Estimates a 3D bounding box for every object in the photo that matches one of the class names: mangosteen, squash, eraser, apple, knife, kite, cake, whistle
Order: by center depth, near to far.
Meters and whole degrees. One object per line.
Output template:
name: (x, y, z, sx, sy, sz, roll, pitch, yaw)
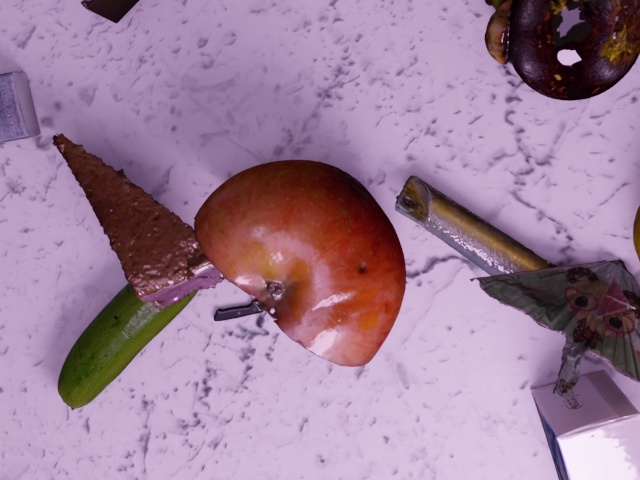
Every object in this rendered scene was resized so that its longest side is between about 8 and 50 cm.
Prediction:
mangosteen: (0.293, -0.275, 1.238, 0.217, 0.192, 0.192, 23, 102, 40)
apple: (0.000, 0.000, 1.247, 0.293, 0.251, 0.163, 38, 108, -2)
kite: (0.348, 0.105, 1.259, 0.323, 0.267, 0.013, 32, 140, 10)
cake: (-0.256, -0.023, 1.291, 0.113, 0.116, 0.295, -42, 72, -13)
whistle: (0.242, 0.022, 1.327, 0.326, 0.068, 0.057, 33, 135, -3)
eraser: (-0.502, -0.167, 1.363, 0.213, 0.046, 0.091, -11, 98, 6)
squash: (-0.268, 0.119, 1.371, 0.082, 0.082, 0.292, 44, 99, -3)
knife: (-0.069, 0.087, 1.388, 0.170, 0.010, 0.023, -13, 103, 4)

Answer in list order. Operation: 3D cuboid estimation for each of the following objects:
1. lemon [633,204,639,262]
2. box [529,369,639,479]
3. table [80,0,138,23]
lemon: (0.534, -0.013, 1.210, 0.310, 0.253, 0.253, -31, 95, 8)
box: (0.380, 0.332, 1.293, 0.116, 0.203, 0.274, -18, 97, 6)
table: (-0.264, -0.407, 1.248, 0.193, 0.172, 0.169, -44, 92, 5)
